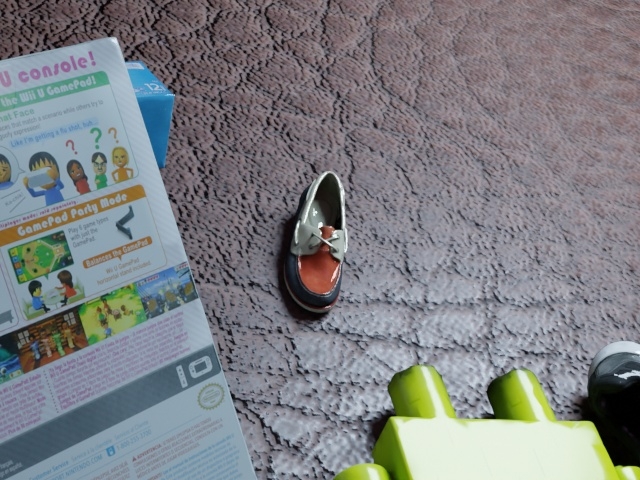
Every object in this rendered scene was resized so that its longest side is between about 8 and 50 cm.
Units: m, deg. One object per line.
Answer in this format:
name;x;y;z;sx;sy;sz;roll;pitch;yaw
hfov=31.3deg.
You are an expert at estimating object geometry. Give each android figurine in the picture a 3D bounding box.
android figurine;0.134;0.201;0.766;0.248;0.056;0.273;4;43;-22

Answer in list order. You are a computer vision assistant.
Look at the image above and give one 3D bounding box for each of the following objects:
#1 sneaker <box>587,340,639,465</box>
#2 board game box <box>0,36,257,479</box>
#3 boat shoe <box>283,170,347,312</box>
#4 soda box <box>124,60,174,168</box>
sneaker;0.293;0.163;0.848;0.234;0.078;0.106;34;18;19
board game box;-0.175;0.065;0.606;0.224;0.097;0.303;-22;101;-41
boat shoe;0.000;0.000;0.935;0.049;0.043;0.137;17;42;-11
soda box;-0.226;-0.092;0.900;0.210;0.071;0.067;-8;37;-32
